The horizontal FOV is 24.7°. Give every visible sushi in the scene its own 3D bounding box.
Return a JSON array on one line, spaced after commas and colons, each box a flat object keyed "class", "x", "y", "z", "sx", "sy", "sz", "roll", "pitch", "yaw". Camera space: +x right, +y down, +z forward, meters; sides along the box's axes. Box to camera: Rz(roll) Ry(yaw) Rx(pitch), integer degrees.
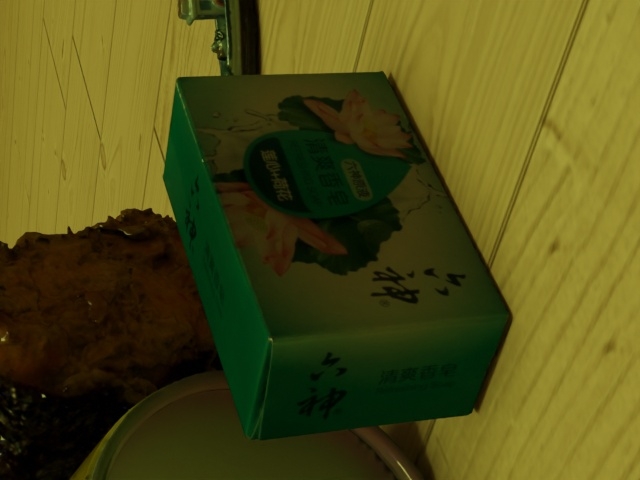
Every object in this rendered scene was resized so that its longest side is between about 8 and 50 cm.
[{"class": "sushi", "x": -0.169, "y": 0.104, "z": 1.232, "sx": 0.234, "sy": 0.348, "sz": 0.207, "roll": 39, "pitch": 122, "yaw": 17}]

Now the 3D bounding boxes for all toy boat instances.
[{"class": "toy boat", "x": -0.094, "y": -0.202, "z": 1.302, "sx": 0.059, "sy": 0.066, "sz": 0.140, "roll": 161, "pitch": 106, "yaw": -74}]

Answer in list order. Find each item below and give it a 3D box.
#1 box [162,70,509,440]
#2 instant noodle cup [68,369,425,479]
[{"class": "box", "x": 0.000, "y": 0.000, "z": 0.930, "sx": 0.245, "sy": 0.153, "sz": 0.092, "roll": -114, "pitch": 28, "yaw": -42}, {"class": "instant noodle cup", "x": -0.072, "y": 0.257, "z": 0.985, "sx": 0.254, "sy": 0.325, "sz": 0.325, "roll": -58, "pitch": 38, "yaw": 45}]
